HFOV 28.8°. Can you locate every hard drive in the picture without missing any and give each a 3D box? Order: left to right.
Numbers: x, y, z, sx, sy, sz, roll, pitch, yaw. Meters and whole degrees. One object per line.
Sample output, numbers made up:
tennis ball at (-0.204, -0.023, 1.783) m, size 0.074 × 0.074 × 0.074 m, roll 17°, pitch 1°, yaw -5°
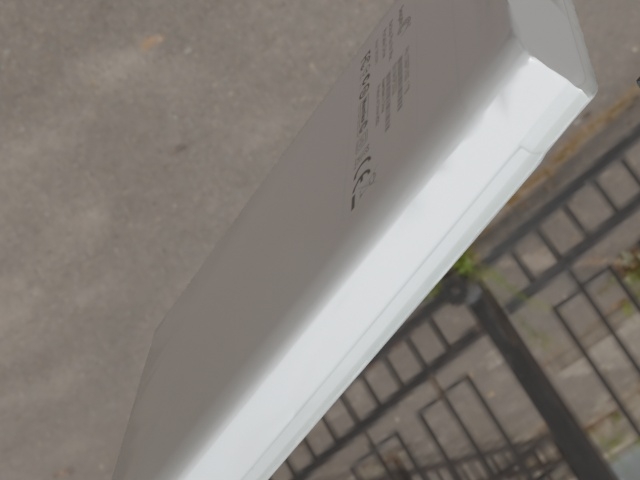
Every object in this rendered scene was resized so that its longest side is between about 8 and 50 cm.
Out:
hard drive at (0.000, 0.000, 0.558) m, size 0.040 × 0.203 × 0.307 m, roll 30°, pitch 119°, yaw -14°

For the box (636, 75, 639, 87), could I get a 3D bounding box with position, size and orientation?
box at (0.309, -0.156, 0.684) m, size 0.233 × 0.059 × 0.183 m, roll -45°, pitch -170°, yaw -22°
